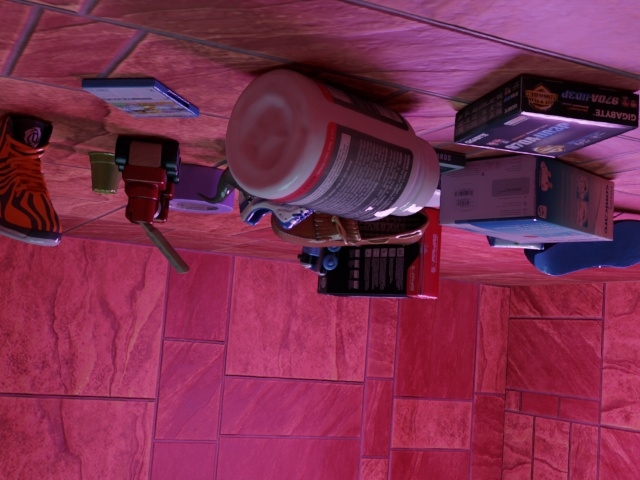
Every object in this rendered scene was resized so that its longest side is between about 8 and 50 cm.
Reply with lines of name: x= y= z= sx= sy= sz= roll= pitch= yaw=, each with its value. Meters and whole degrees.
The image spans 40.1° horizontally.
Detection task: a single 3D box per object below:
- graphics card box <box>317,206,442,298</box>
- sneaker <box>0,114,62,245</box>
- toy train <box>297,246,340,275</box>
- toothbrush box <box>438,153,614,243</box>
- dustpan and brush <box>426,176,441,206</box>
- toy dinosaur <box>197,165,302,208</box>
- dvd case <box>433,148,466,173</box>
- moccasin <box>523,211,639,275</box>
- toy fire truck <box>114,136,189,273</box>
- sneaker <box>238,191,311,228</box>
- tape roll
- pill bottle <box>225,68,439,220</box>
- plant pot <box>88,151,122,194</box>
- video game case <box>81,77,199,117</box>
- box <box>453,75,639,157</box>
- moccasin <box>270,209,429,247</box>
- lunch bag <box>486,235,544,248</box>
graphics card box: x=0.154 y=0.037 z=2.342 sx=0.371 sy=0.232 sz=0.094 roll=-3 pitch=170 yaw=44
sneaker: x=-0.525 y=-0.120 z=1.535 sx=0.124 sy=0.180 sz=0.321 roll=12 pitch=-164 yaw=-45
toy train: x=0.000 y=0.000 z=2.354 sx=0.105 sy=0.184 sz=0.080 roll=12 pitch=-175 yaw=-18
toothbrush box: x=0.402 y=-0.073 z=1.697 sx=0.216 sy=0.126 sz=0.295 roll=-2 pitch=172 yaw=44
dustpan and brush: x=0.218 y=-0.106 z=1.879 sx=0.147 sy=0.060 sz=0.211 roll=9 pitch=165 yaw=-28
toy dinosaur: x=-0.109 y=-0.129 z=1.724 sx=0.313 sy=0.121 sz=0.160 roll=6 pitch=163 yaw=23
dvd case: x=0.135 y=-0.145 z=1.663 sx=0.179 sy=0.029 sz=0.239 roll=7 pitch=173 yaw=-25
moccasin: x=0.645 y=-0.004 z=2.088 sx=0.342 sy=0.137 sz=0.117 roll=-4 pitch=-162 yaw=-19
toy fire truck: x=-0.326 y=-0.061 z=1.727 sx=0.158 sy=0.246 sz=0.217 roll=6 pitch=173 yaw=-7
sneaker: x=-0.035 y=-0.086 z=1.849 sx=0.296 sy=0.131 sz=0.112 roll=0 pitch=170 yaw=24
tape roll: x=-0.287 y=-0.115 z=1.974 sx=0.189 sy=0.080 sz=0.189 roll=5 pitch=173 yaw=1
pill bottle: x=0.032 y=-0.123 z=1.271 sx=0.176 sy=0.176 sz=0.318 roll=-2 pitch=171 yaw=42
plant pot: x=-0.454 y=-0.140 z=1.857 sx=0.083 sy=0.079 sz=0.083 roll=4 pitch=173 yaw=1
video game case: x=-0.273 y=-0.218 z=1.352 sx=0.119 sy=0.015 sz=0.166 roll=2 pitch=173 yaw=16
box: x=0.311 y=-0.170 z=1.237 sx=0.175 sy=0.051 sz=0.220 roll=6 pitch=174 yaw=-14
moccasin: x=0.072 y=-0.045 z=2.104 sx=0.380 sy=0.139 sz=0.147 roll=8 pitch=167 yaw=-8
lunch bag: x=0.449 y=-0.048 z=2.032 sx=0.129 sy=0.096 sz=0.151 roll=5 pitch=-157 yaw=-1
